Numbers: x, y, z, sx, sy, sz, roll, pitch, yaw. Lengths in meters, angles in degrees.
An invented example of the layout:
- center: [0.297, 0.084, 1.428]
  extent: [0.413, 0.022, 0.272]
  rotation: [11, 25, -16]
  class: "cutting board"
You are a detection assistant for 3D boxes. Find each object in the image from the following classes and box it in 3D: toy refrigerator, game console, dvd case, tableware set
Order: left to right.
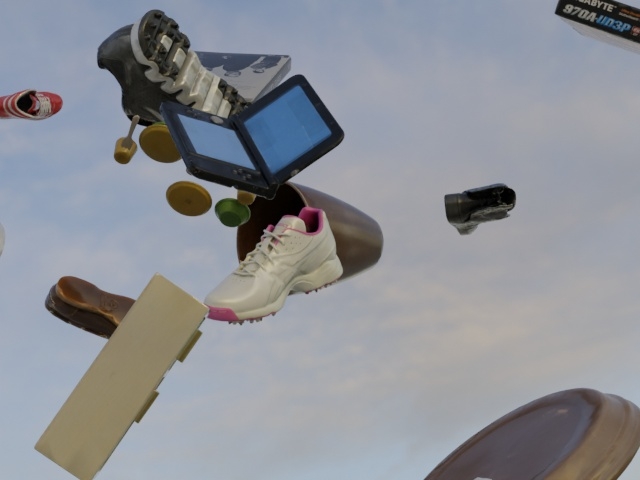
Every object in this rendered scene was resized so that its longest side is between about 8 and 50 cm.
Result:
- center: [-0.250, 0.180, 1.612]
  extent: [0.269, 0.094, 0.102]
  rotation: [-56, 1, -8]
  class: "toy refrigerator"
- center: [-0.131, -0.069, 1.235]
  extent: [0.154, 0.024, 0.104]
  rotation: [23, -47, -11]
  class: "tableware set"
- center: [-0.158, -0.241, 1.877]
  extent: [0.179, 0.239, 0.030]
  rotation: [5, -65, 11]
  class: "dvd case"
- center: [-0.057, -0.094, 0.979]
  extent: [0.107, 0.122, 0.071]
  rotation: [15, -65, -28]
  class: "game console"

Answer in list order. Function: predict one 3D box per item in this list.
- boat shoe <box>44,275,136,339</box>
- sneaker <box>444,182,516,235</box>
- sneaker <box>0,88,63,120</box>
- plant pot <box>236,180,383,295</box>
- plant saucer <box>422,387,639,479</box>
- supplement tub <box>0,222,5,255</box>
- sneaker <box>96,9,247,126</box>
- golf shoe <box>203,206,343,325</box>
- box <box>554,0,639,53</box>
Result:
- center: [-0.353, 0.126, 2.046]
  extent: [0.207, 0.073, 0.073]
  rotation: [29, -49, -15]
  class: "boat shoe"
- center: [0.210, -0.042, 1.577]
  extent: [0.089, 0.051, 0.170]
  rotation: [-10, -8, 16]
  class: "sneaker"
- center: [-0.390, -0.187, 1.707]
  extent: [0.067, 0.042, 0.118]
  rotation: [-2, 8, 41]
  class: "sneaker"
- center: [0.000, 0.000, 2.300]
  extent: [0.230, 0.215, 0.215]
  rotation: [2, -33, -41]
  class: "plant pot"
- center: [0.185, 0.227, 1.202]
  extent: [0.278, 0.041, 0.278]
  rotation: [-34, 6, 4]
  class: "plant saucer"
- center: [-0.586, -0.056, 1.568]
  extent: [0.241, 0.241, 0.331]
  rotation: [-26, -52, 17]
  class: "supplement tub"
- center: [-0.152, -0.145, 1.318]
  extent: [0.106, 0.078, 0.234]
  rotation: [-7, -41, 34]
  class: "sneaker"
- center: [-0.084, 0.038, 1.991]
  extent: [0.115, 0.140, 0.306]
  rotation: [10, 23, 34]
  class: "golf shoe"
- center: [0.483, -0.317, 1.887]
  extent: [0.175, 0.220, 0.051]
  rotation: [4, -71, -64]
  class: "box"
